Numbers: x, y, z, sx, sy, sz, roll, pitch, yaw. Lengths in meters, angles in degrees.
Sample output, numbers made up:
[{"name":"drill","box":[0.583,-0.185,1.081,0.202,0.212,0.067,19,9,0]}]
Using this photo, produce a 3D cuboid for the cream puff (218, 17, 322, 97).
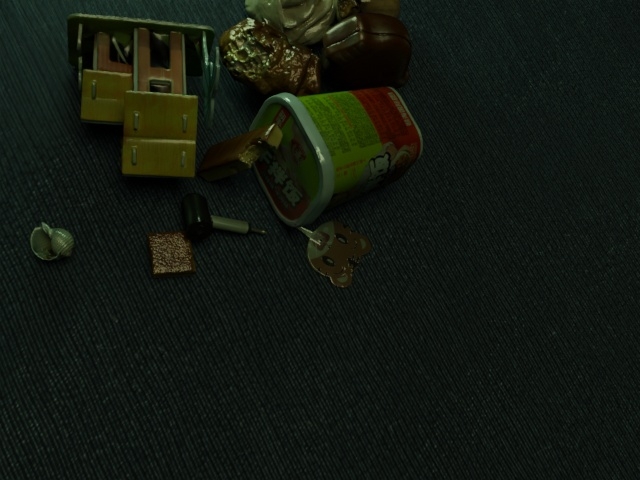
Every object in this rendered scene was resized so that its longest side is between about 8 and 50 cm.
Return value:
[{"name":"cream puff","box":[-0.111,-0.406,1.770,0.269,0.241,0.155,32,104,-3]}]

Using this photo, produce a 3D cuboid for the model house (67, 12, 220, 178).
[{"name":"model house","box":[-0.360,-0.300,1.565,0.300,0.340,0.323,1,73,-17]}]

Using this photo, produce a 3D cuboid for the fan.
[{"name":"fan","box":[0.000,0.000,1.747,0.227,0.008,0.152,33,62,-5]}]

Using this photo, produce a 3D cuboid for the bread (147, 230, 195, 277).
[{"name":"bread","box":[-0.313,0.030,1.612,0.090,0.035,0.094,-5,70,-21]}]

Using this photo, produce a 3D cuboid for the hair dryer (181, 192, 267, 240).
[{"name":"hair dryer","box":[-0.205,-0.039,1.669,0.198,0.057,0.100,14,39,-29]}]

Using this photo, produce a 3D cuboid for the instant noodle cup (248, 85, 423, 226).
[{"name":"instant noodle cup","box":[0.041,-0.206,1.718,0.308,0.294,0.294,-20,76,-32]}]

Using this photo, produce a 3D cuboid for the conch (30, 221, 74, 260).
[{"name":"conch","box":[-0.533,0.007,1.536,0.076,0.056,0.085,-45,67,-9]}]

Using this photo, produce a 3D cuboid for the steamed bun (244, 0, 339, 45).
[{"name":"steamed bun","box":[-0.051,-0.587,1.892,0.211,0.144,0.218,-36,84,-28]}]

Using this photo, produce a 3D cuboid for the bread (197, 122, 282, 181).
[{"name":"bread","box":[-0.173,-0.186,1.647,0.049,0.226,0.088,44,57,-29]}]

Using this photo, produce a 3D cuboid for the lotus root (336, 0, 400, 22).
[{"name":"lotus root","box":[0.117,-0.569,1.919,0.140,0.154,0.257,44,29,7]}]

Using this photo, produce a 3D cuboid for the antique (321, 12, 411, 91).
[{"name":"antique","box":[0.111,-0.446,1.834,0.278,0.223,0.129,15,59,-53]}]
